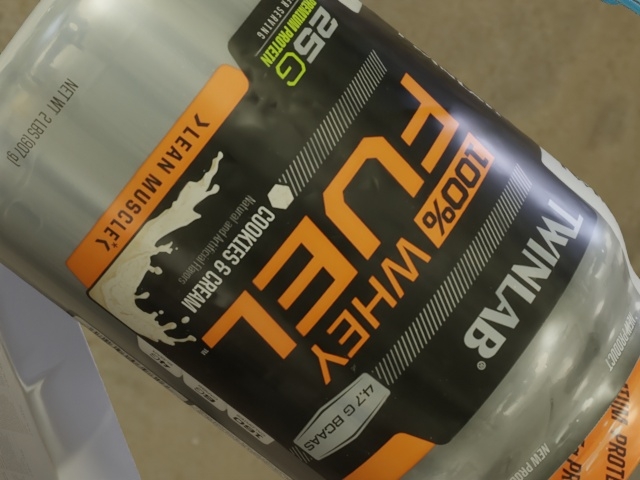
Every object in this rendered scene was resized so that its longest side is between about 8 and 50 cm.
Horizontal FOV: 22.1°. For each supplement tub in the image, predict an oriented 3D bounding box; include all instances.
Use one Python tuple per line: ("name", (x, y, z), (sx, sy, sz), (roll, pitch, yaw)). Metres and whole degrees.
("supplement tub", (0.000, 0.000, 0.744), (0.316, 0.193, 0.193), (37, 78, -7))

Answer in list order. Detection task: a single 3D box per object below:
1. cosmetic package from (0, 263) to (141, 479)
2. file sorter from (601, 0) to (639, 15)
("cosmetic package", (-0.193, 0.056, 0.986), (0.060, 0.099, 0.239), (-38, 120, -40))
("file sorter", (0.122, -0.164, 0.704), (0.118, 0.170, 0.104), (26, 98, -29))
